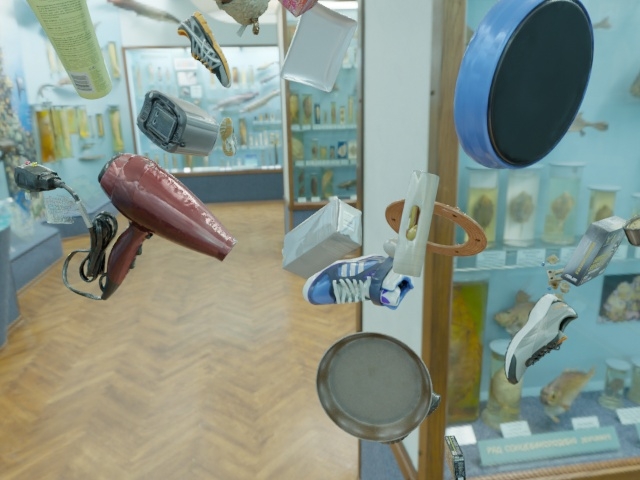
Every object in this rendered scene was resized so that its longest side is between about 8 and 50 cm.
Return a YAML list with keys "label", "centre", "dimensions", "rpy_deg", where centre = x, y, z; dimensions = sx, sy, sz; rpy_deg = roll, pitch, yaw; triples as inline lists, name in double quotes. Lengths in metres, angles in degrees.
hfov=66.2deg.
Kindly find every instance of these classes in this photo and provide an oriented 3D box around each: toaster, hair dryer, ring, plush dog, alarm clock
- label: "toaster"
  centre: [-0.374, -0.307, 1.324]
  dimensions: [0.227, 0.129, 0.147]
  rpy_deg: [37, 21, 30]
- label: "hair dryer"
  centre: [-0.253, -0.016, 0.681]
  dimensions: [0.294, 0.223, 0.080]
  rpy_deg: [3, 37, 16]
- label: "ring"
  centre: [0.369, -0.044, 1.580]
  dimensions: [0.337, 0.032, 0.336]
  rpy_deg: [21, -20, 8]
- label: "plush dog"
  centre: [-0.268, -0.755, 1.472]
  dimensions: [0.263, 0.210, 0.225]
  rpy_deg: [-13, -20, 38]
- label: "alarm clock"
  centre: [0.785, -0.025, 1.141]
  dimensions: [0.129, 0.064, 0.192]
  rpy_deg: [-22, 3, 28]

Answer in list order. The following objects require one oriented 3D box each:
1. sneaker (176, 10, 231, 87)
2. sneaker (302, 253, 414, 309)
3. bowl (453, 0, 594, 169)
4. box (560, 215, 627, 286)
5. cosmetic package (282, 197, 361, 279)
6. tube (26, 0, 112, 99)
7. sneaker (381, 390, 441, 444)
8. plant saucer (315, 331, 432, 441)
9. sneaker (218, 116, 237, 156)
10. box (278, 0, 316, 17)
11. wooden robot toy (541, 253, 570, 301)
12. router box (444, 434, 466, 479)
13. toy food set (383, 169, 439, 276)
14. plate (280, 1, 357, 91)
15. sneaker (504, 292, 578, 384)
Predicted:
- label: "sneaker"
  centre: [-0.313, -0.512, 1.351]
  dimensions: [0.083, 0.214, 0.084]
  rpy_deg: [-30, 5, -7]
- label: "sneaker"
  centre: [0.132, 0.148, 1.524]
  dimensions: [0.323, 0.130, 0.236]
  rpy_deg: [-19, 26, -21]
- label: "bowl"
  centre: [0.456, -0.340, 1.071]
  dimensions: [0.391, 0.390, 0.077]
  rpy_deg: [-11, 29, -33]
- label: "box"
  centre: [0.812, 0.028, 1.441]
  dimensions: [0.231, 0.183, 0.056]
  rpy_deg: [-10, 36, -44]
- label: "cosmetic package"
  centre: [0.000, 0.000, 1.385]
  dimensions: [0.107, 0.127, 0.238]
  rpy_deg: [26, -41, -29]
- label: "tube"
  centre: [-0.381, -0.324, 0.749]
  dimensions: [0.062, 0.240, 0.070]
  rpy_deg: [24, 62, 9]
- label: "sneaker"
  centre: [0.314, 0.644, 1.838]
  dimensions: [0.286, 0.109, 0.130]
  rpy_deg: [-33, 54, -22]
- label: "plant saucer"
  centre: [0.142, 0.387, 1.323]
  dimensions: [0.311, 0.310, 0.050]
  rpy_deg: [2, 10, 13]
- label: "sneaker"
  centre: [-0.200, -0.226, 1.075]
  dimensions: [0.032, 0.083, 0.037]
  rpy_deg: [2, 10, 13]
- label: "box"
  centre: [-0.015, -0.678, 1.154]
  dimensions: [0.257, 0.128, 0.122]
  rpy_deg: [-39, 13, 44]
- label: "wooden robot toy"
  centre: [0.775, 0.136, 1.605]
  dimensions: [0.076, 0.079, 0.173]
  rpy_deg: [-12, 53, 20]
- label: "router box"
  centre: [0.437, 0.707, 1.598]
  dimensions: [0.038, 0.092, 0.122]
  rpy_deg: [-7, 8, 2]
- label: "toy food set"
  centre: [0.205, -0.033, 1.157]
  dimensions: [0.093, 0.219, 0.306]
  rpy_deg: [11, 0, 8]
- label: "plate"
  centre: [-0.012, -0.701, 1.783]
  dimensions: [0.278, 0.277, 0.045]
  rpy_deg: [-3, 35, -48]
- label: "sneaker"
  centre: [0.592, 0.276, 1.333]
  dimensions: [0.108, 0.271, 0.100]
  rpy_deg: [32, -2, 42]
